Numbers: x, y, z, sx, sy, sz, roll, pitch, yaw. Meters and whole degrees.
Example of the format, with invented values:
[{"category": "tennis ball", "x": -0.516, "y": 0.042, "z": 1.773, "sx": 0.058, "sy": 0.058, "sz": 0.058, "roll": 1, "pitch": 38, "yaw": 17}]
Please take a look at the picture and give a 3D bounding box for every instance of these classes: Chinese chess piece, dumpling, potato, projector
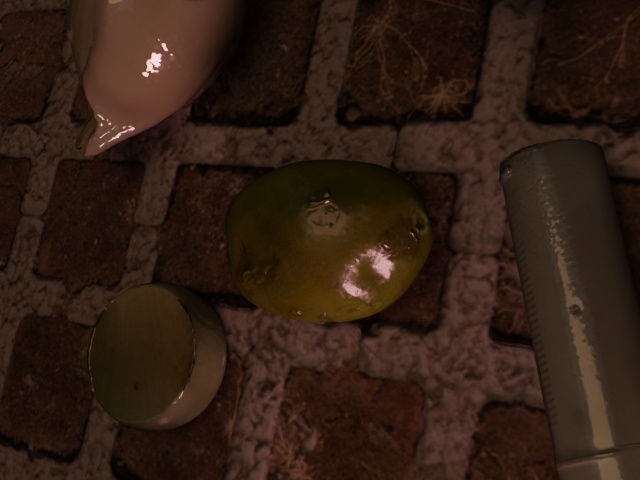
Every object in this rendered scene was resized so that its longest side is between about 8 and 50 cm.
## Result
[{"category": "Chinese chess piece", "x": -0.208, "y": 0.147, "z": 1.153, "sx": 0.189, "sy": 0.083, "sz": 0.188, "roll": -8, "pitch": 73, "yaw": 27}, {"category": "dumpling", "x": -0.241, "y": -0.305, "z": 1.262, "sx": 0.395, "sy": 0.233, "sz": 0.315, "roll": -66, "pitch": 22, "yaw": 17}, {"category": "potato", "x": 0.000, "y": 0.000, "z": 1.016, "sx": 0.253, "sy": 0.148, "sz": 0.186, "roll": -18, "pitch": 65, "yaw": 29}, {"category": "projector", "x": 0.249, "y": 0.073, "z": 0.860, "sx": 0.108, "sy": 0.108, "sz": 0.337, "roll": -17, "pitch": 68, "yaw": 28}]
